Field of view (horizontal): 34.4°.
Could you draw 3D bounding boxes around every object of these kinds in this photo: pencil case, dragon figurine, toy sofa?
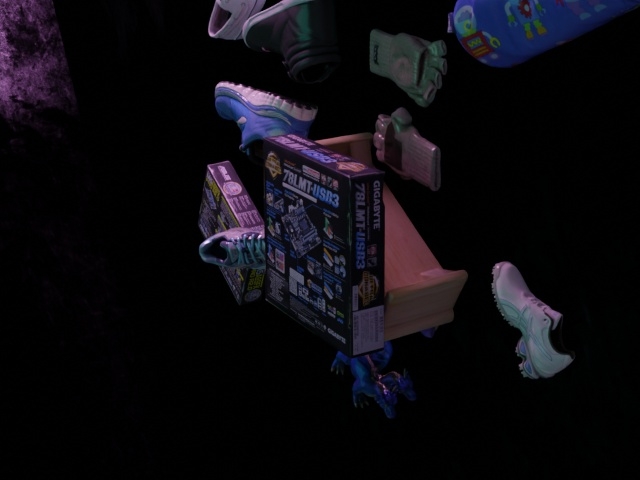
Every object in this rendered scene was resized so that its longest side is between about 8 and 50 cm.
[{"bbox_3d":[0.277,-0.299,1.218,0.133,0.119,0.306,61,155,-6],"label":"pencil case"},{"bbox_3d":[0.082,0.214,1.925,0.289,0.085,0.144,61,151,28],"label":"dragon figurine"},{"bbox_3d":[0.080,0.003,1.749,0.363,0.150,0.177,60,149,32],"label":"toy sofa"}]

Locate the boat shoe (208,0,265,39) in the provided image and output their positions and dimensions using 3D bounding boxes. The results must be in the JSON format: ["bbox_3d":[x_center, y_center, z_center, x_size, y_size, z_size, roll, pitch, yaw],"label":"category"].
[{"bbox_3d":[-0.169,-0.493,2.094,0.095,0.084,0.258,65,153,24],"label":"boat shoe"}]

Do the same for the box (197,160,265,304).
[{"bbox_3d":[-0.202,-0.017,2.434,0.270,0.060,0.216,58,149,33],"label":"box"}]

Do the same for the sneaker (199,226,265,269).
[{"bbox_3d":[-0.140,0.025,2.186,0.283,0.122,0.110,-6,94,42],"label":"sneaker"}]

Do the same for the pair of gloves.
[{"bbox_3d":[0.141,-0.210,1.643,0.204,0.042,0.240,-149,53,-61],"label":"pair of gloves"}]

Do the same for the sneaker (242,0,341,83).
[{"bbox_3d":[-0.058,-0.351,1.908,0.295,0.104,0.147,-10,88,61],"label":"sneaker"}]

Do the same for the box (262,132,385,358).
[{"bbox_3d":[0.000,0.000,1.657,0.295,0.073,0.294,28,123,56],"label":"box"}]

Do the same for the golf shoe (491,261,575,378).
[{"bbox_3d":[0.304,0.104,1.457,0.086,0.069,0.176,-31,76,43],"label":"golf shoe"}]

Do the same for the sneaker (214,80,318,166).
[{"bbox_3d":[-0.130,-0.228,2.056,0.330,0.129,0.147,28,106,58],"label":"sneaker"}]
